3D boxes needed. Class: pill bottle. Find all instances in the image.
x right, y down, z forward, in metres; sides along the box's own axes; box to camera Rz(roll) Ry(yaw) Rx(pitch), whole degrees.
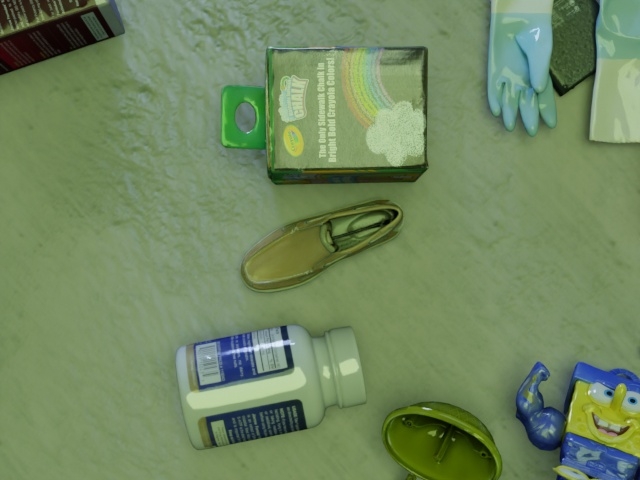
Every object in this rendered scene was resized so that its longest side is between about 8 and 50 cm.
[{"bbox_3d":[-0.051,0.148,1.181,0.187,0.112,0.112,-10,87,-2],"label":"pill bottle"}]

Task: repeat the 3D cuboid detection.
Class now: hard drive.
[{"bbox_3d":[0.268,-0.242,1.259,0.094,0.022,0.135,-36,88,-4],"label":"hard drive"}]

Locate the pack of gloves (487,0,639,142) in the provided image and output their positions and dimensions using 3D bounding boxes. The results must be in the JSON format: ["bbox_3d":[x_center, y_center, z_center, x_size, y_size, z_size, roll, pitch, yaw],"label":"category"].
[{"bbox_3d":[0.282,-0.225,1.224,0.195,0.046,0.232,1,87,-1],"label":"pack of gloves"}]

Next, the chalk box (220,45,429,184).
[{"bbox_3d":[0.002,-0.129,1.192,0.213,0.132,0.132,0,87,-1],"label":"chalk box"}]

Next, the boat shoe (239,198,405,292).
[{"bbox_3d":[0.000,0.000,1.211,0.190,0.072,0.068,-26,88,-3],"label":"boat shoe"}]

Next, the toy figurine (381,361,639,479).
[{"bbox_3d":[0.268,0.219,1.194,0.363,0.191,0.217,18,48,18],"label":"toy figurine"}]

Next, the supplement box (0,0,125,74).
[{"bbox_3d":[-0.338,-0.227,1.188,0.239,0.130,0.073,-20,87,-4],"label":"supplement box"}]
